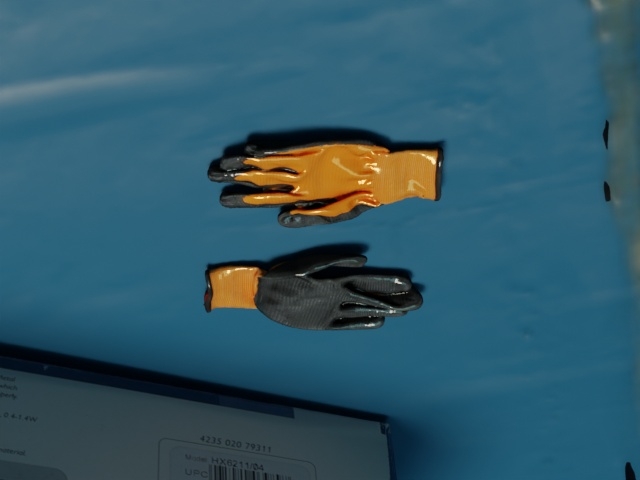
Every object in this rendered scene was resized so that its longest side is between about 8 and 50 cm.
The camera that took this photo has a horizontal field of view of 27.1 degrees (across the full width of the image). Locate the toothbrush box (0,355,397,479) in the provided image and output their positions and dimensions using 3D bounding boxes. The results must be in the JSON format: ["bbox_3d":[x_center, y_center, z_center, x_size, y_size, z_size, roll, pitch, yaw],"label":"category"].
[{"bbox_3d":[-0.116,0.189,0.516,0.216,0.126,0.296,11,130,-15],"label":"toothbrush box"}]

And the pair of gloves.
[{"bbox_3d":[0.000,0.000,0.427,0.074,0.010,0.083,1,134,-6],"label":"pair of gloves"}]
